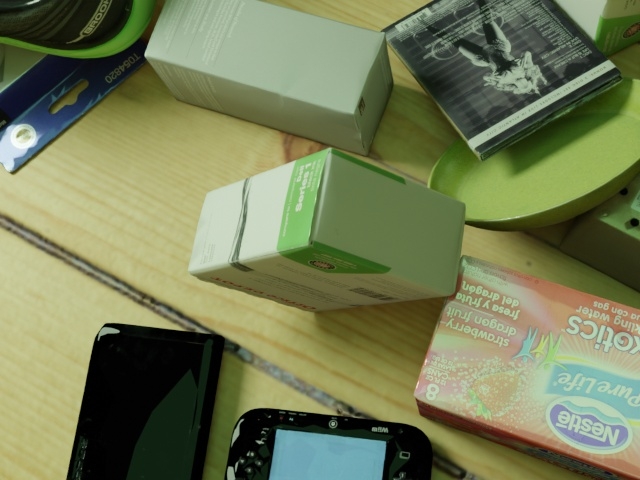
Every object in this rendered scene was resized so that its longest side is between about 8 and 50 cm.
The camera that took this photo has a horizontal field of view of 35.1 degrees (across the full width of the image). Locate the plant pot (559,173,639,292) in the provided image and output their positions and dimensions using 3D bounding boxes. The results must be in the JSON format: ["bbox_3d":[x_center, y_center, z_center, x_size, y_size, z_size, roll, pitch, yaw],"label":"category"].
[{"bbox_3d":[0.310,-0.024,0.990,0.109,0.096,0.109,29,80,16],"label":"plant pot"}]

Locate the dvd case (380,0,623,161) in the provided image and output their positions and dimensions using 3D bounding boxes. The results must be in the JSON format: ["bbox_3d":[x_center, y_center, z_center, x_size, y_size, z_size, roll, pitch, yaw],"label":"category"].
[{"bbox_3d":[0.183,-0.195,1.063,0.165,0.018,0.221,-30,52,-1],"label":"dvd case"}]

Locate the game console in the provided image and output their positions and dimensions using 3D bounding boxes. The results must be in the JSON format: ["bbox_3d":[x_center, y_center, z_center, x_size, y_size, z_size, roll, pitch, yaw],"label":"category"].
[{"bbox_3d":[-0.070,0.202,1.007,0.362,0.044,0.213,5,75,9],"label":"game console"}]

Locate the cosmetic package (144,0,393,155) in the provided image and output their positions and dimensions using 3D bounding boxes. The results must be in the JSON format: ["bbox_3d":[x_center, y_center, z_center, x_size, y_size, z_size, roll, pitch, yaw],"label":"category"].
[{"bbox_3d":[-0.049,-0.181,1.072,0.238,0.127,0.107,15,77,10],"label":"cosmetic package"}]

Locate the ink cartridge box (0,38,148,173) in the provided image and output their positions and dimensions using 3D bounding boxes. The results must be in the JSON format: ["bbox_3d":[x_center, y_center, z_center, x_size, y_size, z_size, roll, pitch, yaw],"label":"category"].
[{"bbox_3d":[-0.344,-0.228,1.169,0.223,0.045,0.224,-41,73,-5],"label":"ink cartridge box"}]

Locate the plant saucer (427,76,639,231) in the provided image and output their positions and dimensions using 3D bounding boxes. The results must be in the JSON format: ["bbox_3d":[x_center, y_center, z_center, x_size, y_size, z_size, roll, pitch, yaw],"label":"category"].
[{"bbox_3d":[0.222,-0.079,0.985,0.241,0.241,0.037,-29,116,-1],"label":"plant saucer"}]

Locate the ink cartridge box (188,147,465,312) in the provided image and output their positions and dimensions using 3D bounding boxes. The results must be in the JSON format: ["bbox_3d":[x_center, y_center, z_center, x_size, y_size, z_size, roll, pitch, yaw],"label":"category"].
[{"bbox_3d":[0.000,0.000,0.942,0.160,0.219,0.092,20,72,-31],"label":"ink cartridge box"}]

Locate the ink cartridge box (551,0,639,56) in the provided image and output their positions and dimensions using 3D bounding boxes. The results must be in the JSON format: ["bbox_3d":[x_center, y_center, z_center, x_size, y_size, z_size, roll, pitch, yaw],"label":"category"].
[{"bbox_3d":[0.374,-0.321,1.013,0.273,0.198,0.114,-27,71,0],"label":"ink cartridge box"}]

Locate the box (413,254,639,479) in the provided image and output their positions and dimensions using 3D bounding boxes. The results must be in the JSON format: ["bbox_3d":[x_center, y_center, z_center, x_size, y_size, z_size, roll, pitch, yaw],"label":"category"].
[{"bbox_3d":[0.249,0.137,0.923,0.300,0.154,0.142,18,77,12],"label":"box"}]

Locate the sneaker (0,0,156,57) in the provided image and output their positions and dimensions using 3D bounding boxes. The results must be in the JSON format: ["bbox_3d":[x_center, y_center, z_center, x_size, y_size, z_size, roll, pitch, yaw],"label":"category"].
[{"bbox_3d":[-0.420,-0.282,1.064,0.483,0.202,0.185,-7,72,8],"label":"sneaker"}]
